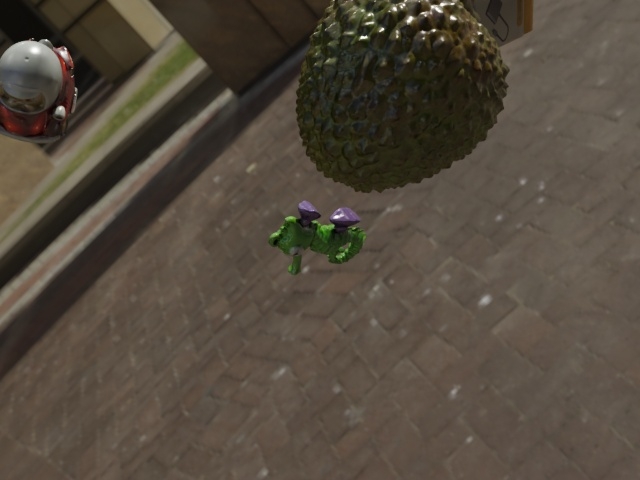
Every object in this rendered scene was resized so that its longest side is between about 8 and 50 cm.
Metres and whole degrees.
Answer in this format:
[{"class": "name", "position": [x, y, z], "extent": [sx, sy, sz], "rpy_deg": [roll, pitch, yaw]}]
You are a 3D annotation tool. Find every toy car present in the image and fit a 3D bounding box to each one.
[{"class": "toy car", "position": [-0.371, -0.208, 1.292], "extent": [0.112, 0.112, 0.139], "rpy_deg": [114, 168, -66]}]

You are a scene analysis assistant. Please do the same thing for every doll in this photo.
[{"class": "doll", "position": [0.000, 0.000, 1.441], "extent": [0.050, 0.190, 0.115], "rpy_deg": [53, 123, 32]}]

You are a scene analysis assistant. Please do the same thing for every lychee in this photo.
[{"class": "lychee", "position": [0.103, -0.207, 1.260], "extent": [0.320, 0.270, 0.270], "rpy_deg": [-28, 16, -14]}]

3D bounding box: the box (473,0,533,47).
[{"class": "box", "position": [0.253, -0.359, 1.610], "extent": [0.247, 0.129, 0.033], "rpy_deg": [-28, 37, -32]}]
